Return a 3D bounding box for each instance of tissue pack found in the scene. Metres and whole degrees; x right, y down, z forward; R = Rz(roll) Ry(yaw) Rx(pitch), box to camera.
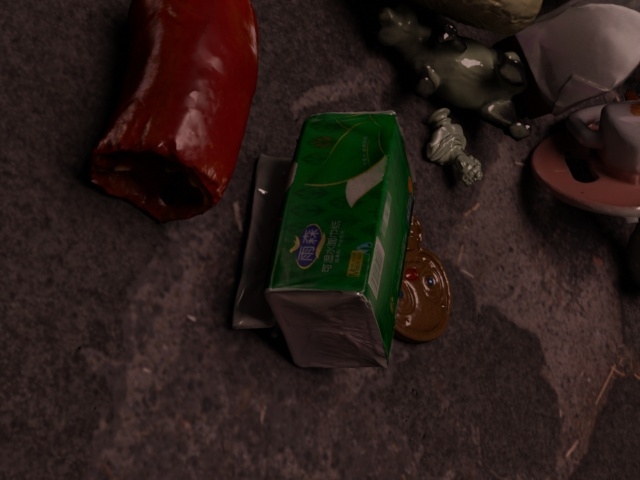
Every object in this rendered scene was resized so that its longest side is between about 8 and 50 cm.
[{"bbox_3d":[0.000,0.000,1.161,0.148,0.156,0.209,66,29,-53],"label":"tissue pack"}]

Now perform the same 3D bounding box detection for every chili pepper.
[{"bbox_3d":[-0.119,-0.190,1.136,0.134,0.131,0.338,34,50,-38],"label":"chili pepper"}]

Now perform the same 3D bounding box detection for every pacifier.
[{"bbox_3d":[0.428,-0.073,1.494,0.332,0.220,0.273,-3,84,-1],"label":"pacifier"}]

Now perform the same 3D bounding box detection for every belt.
[{"bbox_3d":[0.370,-0.270,1.530,0.339,0.217,0.122,-32,94,-29],"label":"belt"}]

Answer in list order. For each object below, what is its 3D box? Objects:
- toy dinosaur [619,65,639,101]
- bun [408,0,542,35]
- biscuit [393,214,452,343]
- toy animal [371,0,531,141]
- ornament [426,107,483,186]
[{"bbox_3d":[0.519,-0.223,1.665,0.432,0.208,0.097,-107,-170,-60],"label":"toy dinosaur"},{"bbox_3d":[0.156,-0.323,1.365,0.220,0.220,0.134,17,98,-35],"label":"bun"},{"bbox_3d":[0.086,0.028,1.290,0.124,0.026,0.175,-20,86,-45],"label":"biscuit"},{"bbox_3d":[0.155,-0.207,1.398,0.225,0.093,0.121,21,18,-25],"label":"toy animal"},{"bbox_3d":[0.154,-0.108,1.401,0.092,0.041,0.068,45,42,-4],"label":"ornament"}]
